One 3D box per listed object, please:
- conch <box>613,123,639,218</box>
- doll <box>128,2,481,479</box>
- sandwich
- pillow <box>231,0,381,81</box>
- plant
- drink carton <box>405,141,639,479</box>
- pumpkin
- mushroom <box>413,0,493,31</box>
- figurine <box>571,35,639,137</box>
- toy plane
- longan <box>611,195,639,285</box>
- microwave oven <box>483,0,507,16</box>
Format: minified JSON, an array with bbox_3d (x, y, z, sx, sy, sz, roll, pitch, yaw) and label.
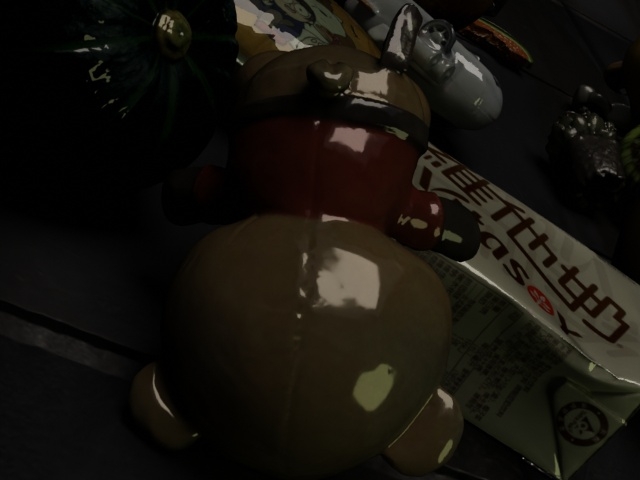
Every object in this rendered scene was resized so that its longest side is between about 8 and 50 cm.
[{"bbox_3d":[0.450,-0.096,1.604,0.124,0.181,0.187,8,51,-35],"label":"conch"},{"bbox_3d":[0.000,0.000,0.857,0.235,0.174,0.330,7,71,-3],"label":"doll"},{"bbox_3d":[0.269,-0.303,1.888,0.135,0.029,0.067,38,29,10],"label":"sandwich"},{"bbox_3d":[-0.051,-0.218,1.289,0.310,0.119,0.312,36,20,-3],"label":"pillow"},{"bbox_3d":[0.343,-0.105,1.586,0.094,0.092,0.143,-2,43,-8],"label":"plant"},{"bbox_3d":[0.125,0.038,1.083,0.324,0.132,0.194,34,28,-5],"label":"drink carton"},{"bbox_3d":[-0.200,-0.159,0.969,0.248,0.248,0.248,27,28,-16],"label":"pumpkin"},{"bbox_3d":[0.114,-0.367,1.618,0.278,0.163,0.297,18,2,-18],"label":"mushroom"},{"bbox_3d":[0.535,-0.192,1.779,0.285,0.342,0.167,40,42,-35],"label":"figurine"},{"bbox_3d":[0.115,-0.215,1.486,0.245,0.117,0.244,42,7,-7],"label":"toy plane"},{"bbox_3d":[0.463,0.068,1.225,0.361,0.361,0.361,27,28,-16],"label":"longan"},{"bbox_3d":[0.203,-0.468,1.908,0.247,0.178,0.188,-1,36,-48],"label":"microwave oven"}]
